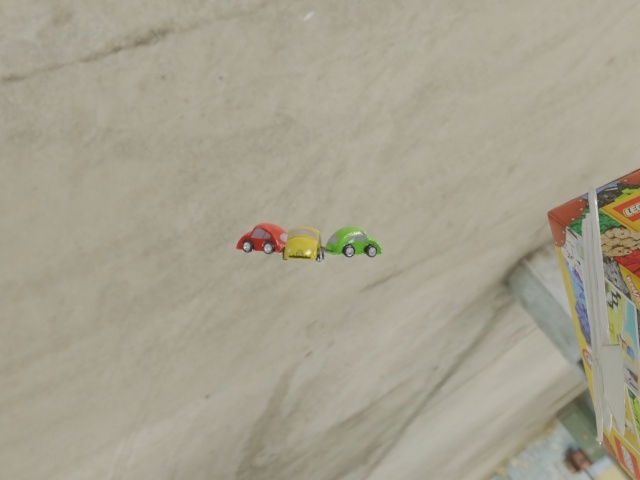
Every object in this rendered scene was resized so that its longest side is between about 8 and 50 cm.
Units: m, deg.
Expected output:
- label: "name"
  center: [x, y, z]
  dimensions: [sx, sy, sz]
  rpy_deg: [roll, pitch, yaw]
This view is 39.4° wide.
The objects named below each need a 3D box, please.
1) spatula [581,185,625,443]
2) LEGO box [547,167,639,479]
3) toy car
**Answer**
- label: "spatula"
  center: [0.281, 0.076, 0.893]
  dimensions: [0.019, 0.242, 0.168]
  rpy_deg: [-3, 164, 13]
- label: "LEGO box"
  center: [0.551, 0.193, 1.307]
  dimensions: [0.193, 0.372, 0.500]
  rpy_deg: [-25, 118, -6]
- label: "toy car"
  center: [0.000, 0.000, 1.497]
  dimensions: [0.225, 0.053, 0.239]
  rpy_deg: [0, -176, -28]
